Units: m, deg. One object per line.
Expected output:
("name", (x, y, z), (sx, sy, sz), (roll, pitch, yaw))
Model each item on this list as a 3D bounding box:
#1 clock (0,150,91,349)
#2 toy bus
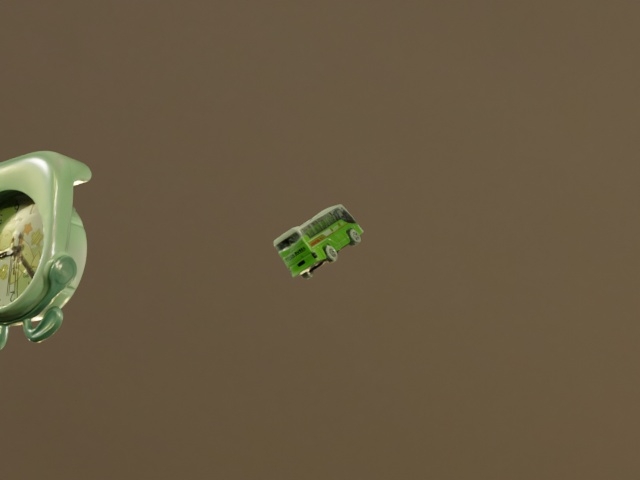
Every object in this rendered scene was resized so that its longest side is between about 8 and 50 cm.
("clock", (-0.293, 0.014, 1.372), (0.148, 0.189, 0.060), (-11, -18, 32))
("toy bus", (0.000, 0.000, 1.028), (0.031, 0.083, 0.037), (-35, -91, 30))
